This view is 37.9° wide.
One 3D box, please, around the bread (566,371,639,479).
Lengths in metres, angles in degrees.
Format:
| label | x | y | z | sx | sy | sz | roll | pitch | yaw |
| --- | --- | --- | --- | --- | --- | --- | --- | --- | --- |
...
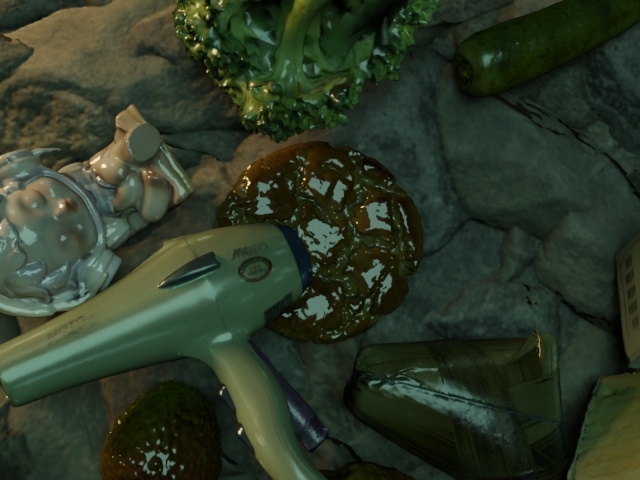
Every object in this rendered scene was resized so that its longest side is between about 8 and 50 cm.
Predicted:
| label | x | y | z | sx | sy | sz | roll | pitch | yaw |
| --- | --- | --- | --- | --- | --- | --- | --- | --- | --- |
| bread | 0.322 | 0.196 | 0.930 | 0.232 | 0.172 | 0.064 | -26 | 116 | -14 |

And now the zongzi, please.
| label | x | y | z | sx | sy | sz | roll | pitch | yaw |
| --- | --- | --- | --- | --- | --- | --- | --- | --- | --- |
| zongzi | 0.137 | 0.215 | 0.918 | 0.221 | 0.112 | 0.242 | 0 | 74 | -11 |

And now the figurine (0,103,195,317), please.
| label | x | y | z | sx | sy | sz | roll | pitch | yaw |
| --- | --- | --- | --- | --- | --- | --- | --- | --- | --- |
| figurine | -0.244 | -0.020 | 0.885 | 0.236 | 0.141 | 0.162 | -31 | 92 | -13 |

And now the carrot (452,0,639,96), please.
| label | x | y | z | sx | sy | sz | roll | pitch | yaw |
| --- | --- | --- | --- | --- | --- | --- | --- | --- | --- |
| carrot | 0.307 | -0.254 | 1.059 | 0.358 | 0.074 | 0.074 | -26 | 85 | -16 |

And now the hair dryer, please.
| label | x | y | z | sx | sy | sz | roll | pitch | yaw |
| --- | --- | --- | --- | --- | --- | --- | --- | --- | --- |
| hair dryer | -0.141 | 0.124 | 0.826 | 0.295 | 0.119 | 0.298 | -5 | 59 | -6 |

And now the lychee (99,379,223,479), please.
| label | x | y | z | sx | sy | sz | roll | pitch | yaw |
| --- | --- | --- | --- | --- | --- | --- | --- | --- | --- |
| lychee | -0.148 | 0.204 | 0.879 | 0.114 | 0.114 | 0.146 | 18 | 64 | -6 |

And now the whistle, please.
| label | x | y | z | sx | sy | sz | roll | pitch | yaw |
| --- | --- | --- | --- | --- | --- | --- | --- | --- | --- |
| whistle | -0.057 | 0.140 | 0.945 | 0.033 | 0.033 | 0.176 | -41 | 88 | -14 |

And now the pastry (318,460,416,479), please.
| label | x | y | z | sx | sy | sz | roll | pitch | yaw |
| --- | --- | --- | --- | --- | --- | --- | --- | --- | --- |
| pastry | 0.048 | 0.332 | 0.890 | 0.235 | 0.132 | 0.240 | -14 | 90 | -20 |

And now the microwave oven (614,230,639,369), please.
| label | x | y | z | sx | sy | sz | roll | pitch | yaw |
| --- | --- | --- | --- | --- | --- | --- | --- | --- | --- |
| microwave oven | 0.435 | 0.066 | 0.980 | 0.208 | 0.122 | 0.162 | 11 | 57 | -7 |

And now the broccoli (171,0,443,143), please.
| label | x | y | z | sx | sy | sz | roll | pitch | yaw |
| --- | --- | --- | --- | --- | --- | --- | --- | --- | --- |
| broccoli | -0.009 | -0.259 | 0.928 | 0.235 | 0.260 | 0.288 | -37 | 109 | -52 |

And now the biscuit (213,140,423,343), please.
| label | x | y | z | sx | sy | sz | roll | pitch | yaw |
| --- | --- | --- | --- | --- | --- | --- | --- | --- | --- |
| biscuit | 0.000 | 0.000 | 0.975 | 0.226 | 0.042 | 0.226 | 2 | 80 | -10 |
